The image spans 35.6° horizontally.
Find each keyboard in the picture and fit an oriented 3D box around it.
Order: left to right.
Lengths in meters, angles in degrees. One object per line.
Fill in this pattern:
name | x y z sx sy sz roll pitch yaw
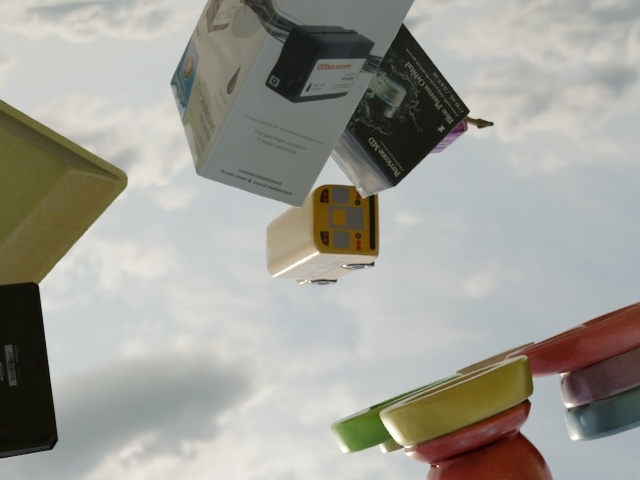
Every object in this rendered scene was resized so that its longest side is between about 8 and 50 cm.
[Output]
keyboard | -0.329 0.130 1.001 0.108 0.180 0.023 -5 156 -20

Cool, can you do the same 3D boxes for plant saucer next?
plant saucer | -0.456 -0.036 1.220 0.081 0.333 0.333 46 -173 33

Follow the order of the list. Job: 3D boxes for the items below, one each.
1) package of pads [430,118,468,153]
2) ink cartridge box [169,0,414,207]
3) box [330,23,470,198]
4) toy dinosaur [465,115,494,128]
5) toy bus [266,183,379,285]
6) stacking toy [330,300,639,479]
package of pads | 0.192 -0.168 1.590 0.050 0.032 0.083 -8 162 -34
ink cartridge box | -0.030 -0.227 1.038 0.129 0.307 0.223 17 -152 -26
box | 0.076 -0.165 1.253 0.158 0.156 0.093 -45 -168 -22
toy dinosaur | 0.204 -0.231 1.670 0.183 0.053 0.092 46 -145 23
toy bus | 0.000 0.000 1.592 0.130 0.108 0.333 2 169 -18
stacking toy | 0.172 0.165 0.862 0.309 0.130 0.279 -17 170 -28
